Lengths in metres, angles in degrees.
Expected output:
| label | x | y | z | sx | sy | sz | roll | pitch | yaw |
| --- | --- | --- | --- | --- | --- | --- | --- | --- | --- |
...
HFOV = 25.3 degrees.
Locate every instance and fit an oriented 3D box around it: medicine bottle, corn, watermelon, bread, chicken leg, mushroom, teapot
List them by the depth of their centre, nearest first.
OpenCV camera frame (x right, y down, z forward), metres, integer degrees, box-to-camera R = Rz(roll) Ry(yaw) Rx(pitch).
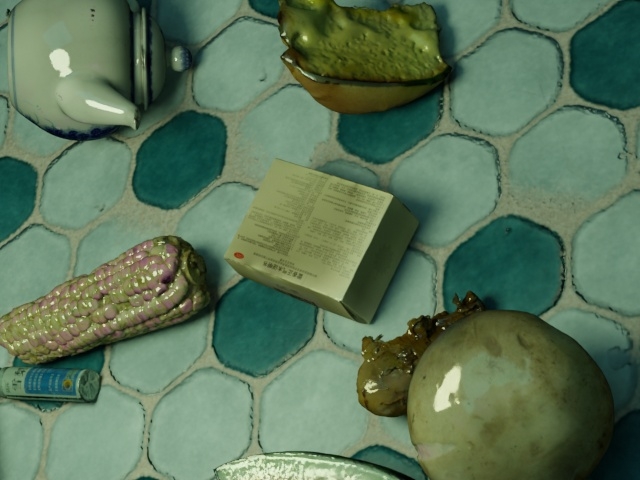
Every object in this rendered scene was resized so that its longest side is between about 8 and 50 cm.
| label | x | y | z | sx | sy | sz | roll | pitch | yaw |
| --- | --- | --- | --- | --- | --- | --- | --- | --- | --- |
| mushroom | 0.221 | 0.207 | 1.670 | 0.255 | 0.184 | 0.254 | 0 | 98 | -3 |
| watermelon | 0.023 | 0.359 | 1.681 | 0.262 | 0.213 | 0.201 | -2 | 66 | 28 |
| chicken leg | 0.125 | 0.139 | 1.824 | 0.207 | 0.085 | 0.101 | -44 | 39 | -9 |
| bread | 0.043 | -0.256 | 2.028 | 0.252 | 0.133 | 0.174 | 1 | 61 | -20 |
| corn | -0.315 | 0.095 | 2.056 | 0.335 | 0.126 | 0.126 | -23 | 57 | 18 |
| medicine bottle | -0.415 | 0.211 | 2.094 | 0.191 | 0.051 | 0.051 | 0 | 66 | 28 |
| teapot | -0.338 | -0.282 | 2.198 | 0.280 | 0.252 | 0.424 | -2 | 34 | -8 |

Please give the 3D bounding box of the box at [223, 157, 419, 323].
| label | x | y | z | sx | sy | sz | roll | pitch | yaw |
| --- | --- | --- | --- | --- | --- | --- | --- | --- | --- |
| box | 0.000 | 0.000 | 1.946 | 0.212 | 0.095 | 0.168 | 20 | 75 | 35 |
